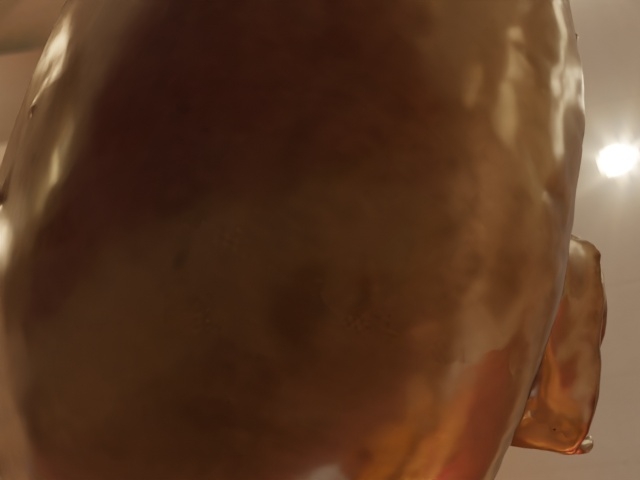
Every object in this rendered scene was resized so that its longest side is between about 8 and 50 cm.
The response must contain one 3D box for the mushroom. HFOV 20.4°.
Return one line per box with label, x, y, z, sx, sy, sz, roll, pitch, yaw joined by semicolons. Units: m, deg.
mushroom;0.000;0.000;0.483;0.226;0.178;0.226;-170;-90;-70
